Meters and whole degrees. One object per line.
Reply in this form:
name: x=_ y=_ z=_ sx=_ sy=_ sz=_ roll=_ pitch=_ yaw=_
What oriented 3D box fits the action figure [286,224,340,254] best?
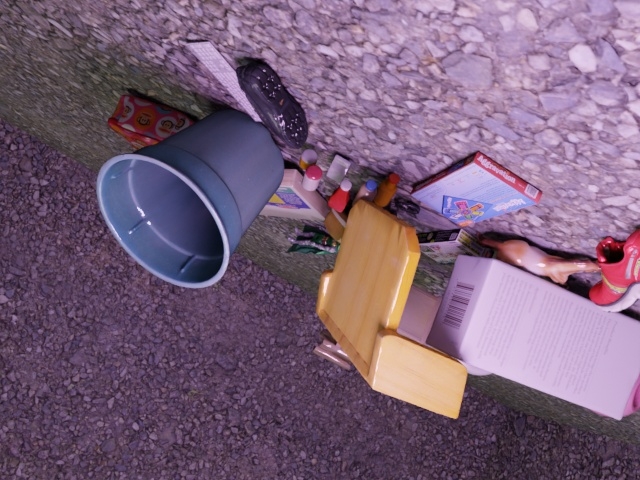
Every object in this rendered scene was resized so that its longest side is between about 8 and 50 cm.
action figure: x=0.000 y=0.000 z=1.948 sx=0.232 sy=0.137 sz=0.063 roll=8 pitch=145 yaw=34

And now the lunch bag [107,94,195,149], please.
lunch bag: x=-0.449 y=-0.299 z=1.690 sx=0.293 sy=0.120 sz=0.258 roll=22 pitch=170 yaw=14

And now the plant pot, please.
plant pot: x=-0.270 y=-0.125 z=1.336 sx=0.341 sy=0.334 sz=0.341 roll=17 pitch=133 yaw=20

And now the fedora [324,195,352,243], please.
fedora: x=0.071 y=-0.036 z=1.548 sx=0.194 sy=0.079 sz=0.194 roll=40 pitch=-164 yaw=-14

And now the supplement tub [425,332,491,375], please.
supplement tub: x=0.479 y=0.332 z=1.948 sx=0.228 sy=0.228 sz=0.316 roll=30 pitch=167 yaw=-8

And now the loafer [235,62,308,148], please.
loafer: x=-0.095 y=-0.273 z=1.167 sx=0.078 sy=0.076 sz=0.223 roll=24 pitch=163 yaw=38

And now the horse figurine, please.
horse figurine: x=0.463 y=0.045 z=1.258 sx=0.263 sy=0.066 sz=0.174 roll=21 pitch=171 yaw=16

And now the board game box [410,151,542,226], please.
board game box: x=0.298 y=-0.094 z=1.145 sx=0.145 sy=0.027 sz=0.281 roll=32 pitch=166 yaw=-9

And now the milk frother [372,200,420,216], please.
milk frother: x=0.165 y=-0.031 z=1.407 sx=0.129 sy=0.134 sz=0.143 roll=0 pitch=-177 yaw=-26

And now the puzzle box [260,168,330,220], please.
puzzle box: x=-0.201 y=-0.140 z=1.663 sx=0.409 sy=0.052 sz=0.272 roll=7 pitch=164 yaw=23

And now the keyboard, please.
keyboard: x=-0.185 y=-0.335 z=1.231 sx=0.072 sy=0.014 sz=0.256 roll=18 pitch=164 yaw=38

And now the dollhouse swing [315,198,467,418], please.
dollhouse swing: x=0.180 y=0.128 z=1.239 sx=0.315 sy=0.304 sz=0.347 roll=25 pitch=-173 yaw=-24

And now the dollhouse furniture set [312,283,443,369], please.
dollhouse furniture set: x=0.192 y=0.243 z=1.893 sx=0.257 sy=0.362 sz=0.394 roll=28 pitch=159 yaw=-1

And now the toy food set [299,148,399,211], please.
toy food set: x=0.054 y=-0.141 z=1.291 sx=0.232 sy=0.111 sz=0.104 roll=30 pitch=151 yaw=3

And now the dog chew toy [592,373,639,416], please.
dog chew toy: x=0.727 y=0.344 z=1.592 sx=0.332 sy=0.206 sz=0.207 roll=25 pitch=169 yaw=49

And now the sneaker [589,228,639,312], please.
sneaker: x=0.561 y=0.048 z=1.062 sx=0.118 sy=0.107 sz=0.279 roll=43 pitch=167 yaw=16

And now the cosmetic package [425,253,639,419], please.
cosmetic package: x=0.497 y=0.217 z=1.305 sx=0.454 sy=0.230 sz=0.161 roll=23 pitch=177 yaw=-15

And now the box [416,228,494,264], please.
box: x=0.335 y=0.019 z=1.475 sx=0.114 sy=0.036 sz=0.207 roll=32 pitch=166 yaw=-18
